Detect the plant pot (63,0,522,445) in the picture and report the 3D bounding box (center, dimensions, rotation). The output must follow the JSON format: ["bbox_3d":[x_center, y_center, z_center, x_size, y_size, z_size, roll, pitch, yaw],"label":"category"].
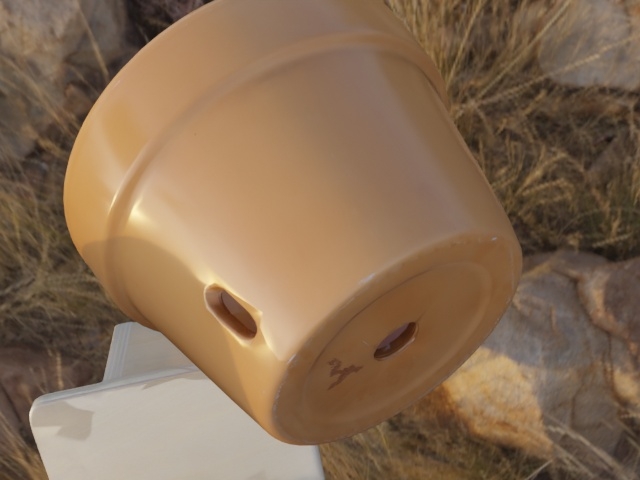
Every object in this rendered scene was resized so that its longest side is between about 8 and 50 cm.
[{"bbox_3d":[0.000,0.000,0.641,0.290,0.291,0.203,-32,58,-10],"label":"plant pot"}]

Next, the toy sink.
[{"bbox_3d":[-0.126,0.158,0.862,0.234,0.153,0.131,-13,23,-2],"label":"toy sink"}]
